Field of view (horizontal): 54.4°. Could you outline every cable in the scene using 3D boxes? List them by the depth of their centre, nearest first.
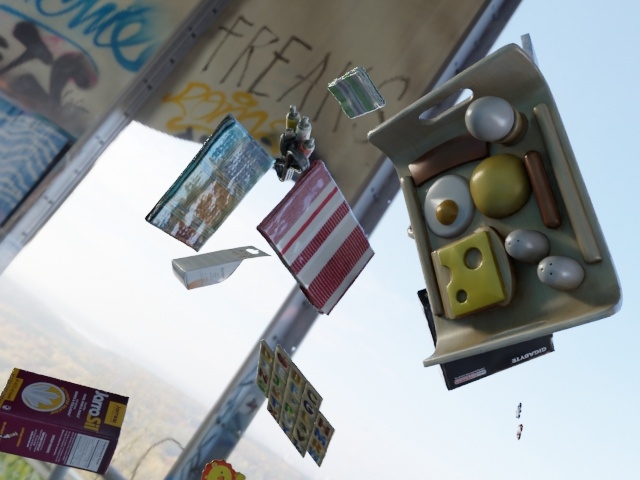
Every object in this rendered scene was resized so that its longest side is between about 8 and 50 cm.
[{"bbox_3d":[-0.057,-0.200,1.510,0.287,0.072,0.139,105,-38,-70],"label":"cable"}]

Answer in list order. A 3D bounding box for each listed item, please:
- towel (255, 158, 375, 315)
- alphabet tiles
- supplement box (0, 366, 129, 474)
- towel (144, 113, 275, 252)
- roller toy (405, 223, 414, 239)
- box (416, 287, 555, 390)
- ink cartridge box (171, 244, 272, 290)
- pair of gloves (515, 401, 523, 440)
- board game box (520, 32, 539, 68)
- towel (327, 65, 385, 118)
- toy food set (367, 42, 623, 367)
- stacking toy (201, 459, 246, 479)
[{"bbox_3d":[0.000,0.000,1.520,0.037,0.237,0.329,13,-34,46],"label":"towel"},{"bbox_3d":[-0.071,0.406,1.541,0.285,0.011,0.342,47,-33,26],"label":"alphabet tiles"},{"bbox_3d":[-0.410,0.283,0.976,0.188,0.080,0.104,20,22,-16],"label":"supplement box"},{"bbox_3d":[-0.302,-0.149,1.774,0.040,0.370,0.271,37,-2,31],"label":"towel"},{"bbox_3d":[0.384,-0.032,1.986,0.191,0.146,0.209,31,2,9],"label":"roller toy"},{"bbox_3d":[0.409,0.202,1.518,0.073,0.296,0.293,-109,179,-59],"label":"box"},{"bbox_3d":[-0.203,0.052,1.274,0.145,0.179,0.045,-160,-116,-65],"label":"ink cartridge box"},{"bbox_3d":[0.477,0.432,1.489,0.010,0.083,0.074,4,-32,10],"label":"pair of gloves"},{"bbox_3d":[0.415,-0.342,1.218,0.020,0.090,0.090,-13,-32,26],"label":"board game box"},{"bbox_3d":[0.086,-0.362,1.547,0.113,0.023,0.152,54,-26,-16],"label":"towel"},{"bbox_3d":[0.168,-0.032,0.687,0.092,0.306,0.220,11,-29,-44],"label":"toy food set"},{"bbox_3d":[-0.124,0.373,0.680,0.052,0.221,0.167,8,-34,-4],"label":"stacking toy"}]
